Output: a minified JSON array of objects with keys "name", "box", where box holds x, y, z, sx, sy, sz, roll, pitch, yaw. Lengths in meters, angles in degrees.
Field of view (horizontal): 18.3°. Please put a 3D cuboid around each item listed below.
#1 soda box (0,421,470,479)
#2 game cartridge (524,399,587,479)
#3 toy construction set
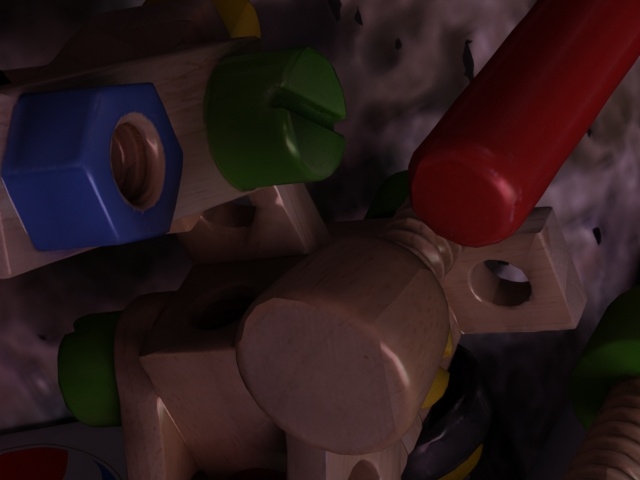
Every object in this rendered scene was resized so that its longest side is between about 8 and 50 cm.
[{"name":"soda box","box":[-0.062,0.106,0.677,0.216,0.074,0.069,-8,125,-25]},{"name":"game cartridge","box":[0.048,0.190,0.733,0.062,0.198,0.297,27,116,5]},{"name":"toy construction set","box":[0.000,0.000,0.537,0.257,0.237,0.309,49,134,-9]}]
